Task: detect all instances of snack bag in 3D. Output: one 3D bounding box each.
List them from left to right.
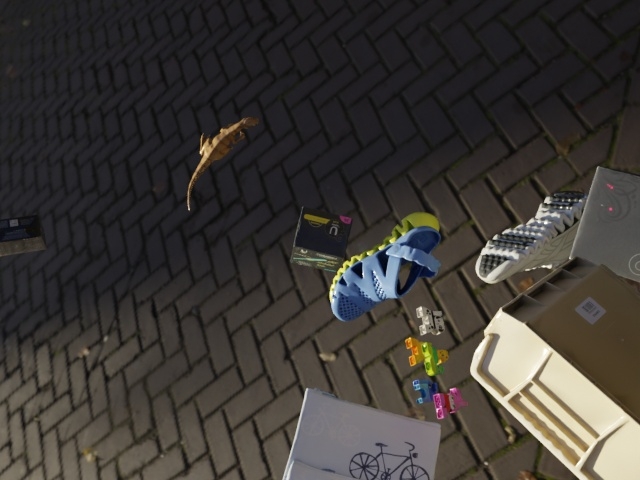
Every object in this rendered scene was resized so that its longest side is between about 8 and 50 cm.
[{"bbox_3d":[0.085,0.499,1.416,0.322,0.037,0.343,14,62,4],"label":"snack bag"}]

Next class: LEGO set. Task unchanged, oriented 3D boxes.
[{"bbox_3d":[0.246,0.260,1.445,0.087,0.093,0.227,-37,55,53],"label":"LEGO set"}]

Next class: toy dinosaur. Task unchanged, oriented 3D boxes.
[{"bbox_3d":[-0.206,-0.168,1.310,0.211,0.064,0.112,-50,17,6],"label":"toy dinosaur"}]

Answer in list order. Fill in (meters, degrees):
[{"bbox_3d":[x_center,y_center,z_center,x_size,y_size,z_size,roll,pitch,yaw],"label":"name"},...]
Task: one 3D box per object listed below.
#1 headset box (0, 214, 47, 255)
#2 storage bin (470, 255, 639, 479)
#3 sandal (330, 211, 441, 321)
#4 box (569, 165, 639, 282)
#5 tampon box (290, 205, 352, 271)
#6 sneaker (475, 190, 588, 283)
[{"bbox_3d":[-0.405,-0.005,0.925,0.083,0.062,0.032,136,123,-67],"label":"headset box"},{"bbox_3d":[0.379,0.172,0.941,0.260,0.262,0.123,44,131,23],"label":"storage bin"},{"bbox_3d":[0.147,0.078,1.523,0.317,0.126,0.138,-44,38,20],"label":"sandal"},{"bbox_3d":[0.570,-0.006,1.102,0.270,0.143,0.165,21,103,37],"label":"box"},{"bbox_3d":[0.000,0.000,1.629,0.120,0.161,0.102,13,75,-2],"label":"tampon box"},{"bbox_3d":[0.435,0.015,1.370,0.292,0.118,0.110,-31,25,-20],"label":"sneaker"}]
